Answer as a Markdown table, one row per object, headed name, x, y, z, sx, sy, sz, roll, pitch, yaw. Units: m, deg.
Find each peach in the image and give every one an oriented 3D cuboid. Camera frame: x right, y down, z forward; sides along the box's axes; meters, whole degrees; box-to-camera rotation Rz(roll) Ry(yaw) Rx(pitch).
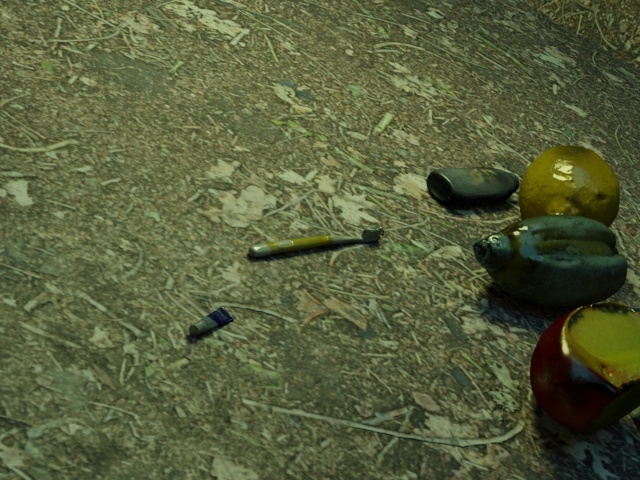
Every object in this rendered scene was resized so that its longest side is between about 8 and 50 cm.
| name | x | y | z | sx | sy | sz | roll | pitch | yaw |
| --- | --- | --- | --- | --- | --- | --- | --- | --- | --- |
| peach | 0.374 | 0.187 | 1.469 | 0.267 | 0.154 | 0.159 | -16 | 51 | -43 |

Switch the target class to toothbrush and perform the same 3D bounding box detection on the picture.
| name | x | y | z | sx | sy | sz | roll | pitch | yaw |
| --- | --- | --- | --- | --- | --- | --- | --- | --- | --- |
| toothbrush | 0.000 | 0.000 | 1.589 | 0.288 | 0.024 | 0.021 | -8 | 46 | -47 |

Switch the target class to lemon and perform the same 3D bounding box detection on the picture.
| name | x | y | z | sx | sy | sz | roll | pitch | yaw |
| --- | --- | --- | --- | --- | --- | --- | --- | --- | --- |
| lemon | 0.464 | -0.081 | 1.950 | 0.188 | 0.188 | 0.257 | 30 | 26 | 5 |

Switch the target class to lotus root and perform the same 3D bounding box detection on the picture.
| name | x | y | z | sx | sy | sz | roll | pitch | yaw |
| --- | --- | --- | --- | --- | --- | --- | --- | --- | --- |
| lotus root | 0.369 | 0.036 | 1.739 | 0.322 | 0.140 | 0.158 | 1 | 62 | -30 |

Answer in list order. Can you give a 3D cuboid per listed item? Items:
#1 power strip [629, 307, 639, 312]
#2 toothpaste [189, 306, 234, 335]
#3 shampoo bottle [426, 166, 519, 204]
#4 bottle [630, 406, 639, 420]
| name | x | y | z | sx | sy | sz | roll | pitch | yaw |
| --- | --- | --- | --- | --- | --- | --- | --- | --- | --- |
| power strip | 0.582 | 0.164 | 1.807 | 0.056 | 0.032 | 0.123 | 3 | 36 | -39 |
| toothpaste | -0.138 | 0.101 | 1.317 | 0.024 | 0.015 | 0.083 | 44 | 27 | 13 |
| shampoo bottle | 0.298 | -0.105 | 1.990 | 0.233 | 0.049 | 0.087 | -6 | 45 | -46 |
| bottle | 0.576 | 0.281 | 1.587 | 0.217 | 0.060 | 0.060 | 23 | 29 | -11 |
